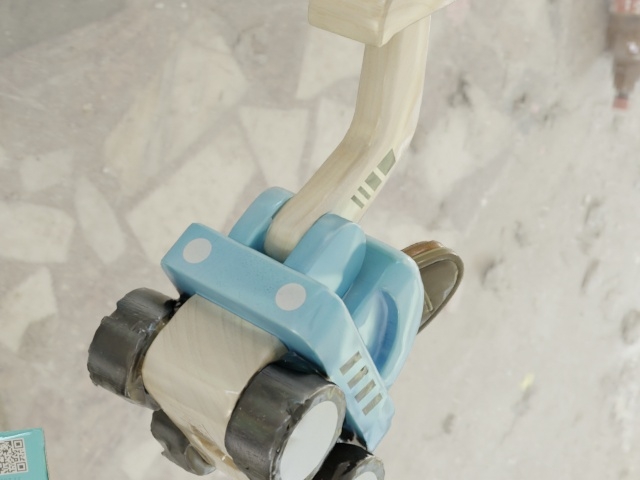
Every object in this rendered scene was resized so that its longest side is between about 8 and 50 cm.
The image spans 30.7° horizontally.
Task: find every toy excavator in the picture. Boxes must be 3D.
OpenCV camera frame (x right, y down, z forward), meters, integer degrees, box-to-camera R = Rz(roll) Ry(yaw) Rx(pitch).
[{"bbox_3d":[0.000,0.000,1.079,0.445,0.222,0.433,-54,147,-21],"label":"toy excavator"}]

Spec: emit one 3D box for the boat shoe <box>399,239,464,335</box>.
[{"bbox_3d":[0.016,0.090,1.315,0.307,0.104,0.110,-37,134,1],"label":"boat shoe"}]

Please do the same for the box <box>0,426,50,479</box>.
[{"bbox_3d":[-0.274,0.257,0.992,0.060,0.100,0.244,-2,148,-23],"label":"box"}]
